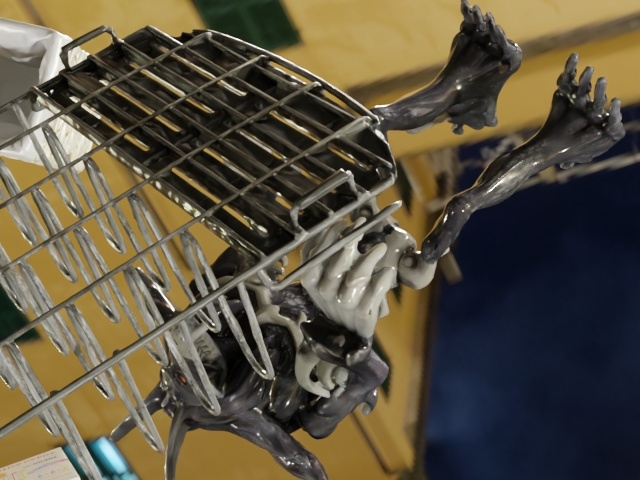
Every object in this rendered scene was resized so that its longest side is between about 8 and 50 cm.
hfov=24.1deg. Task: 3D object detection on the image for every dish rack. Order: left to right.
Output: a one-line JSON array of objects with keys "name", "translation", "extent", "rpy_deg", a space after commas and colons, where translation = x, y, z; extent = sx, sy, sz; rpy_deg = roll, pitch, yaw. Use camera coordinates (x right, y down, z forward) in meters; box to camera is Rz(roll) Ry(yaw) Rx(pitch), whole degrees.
[{"name": "dish rack", "translation": [-0.109, 0.022, 0.529], "extent": [0.271, 0.074, 0.208], "rpy_deg": [-34, -141, -18]}]

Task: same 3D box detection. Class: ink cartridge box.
[{"name": "ink cartridge box", "translation": [-0.286, 0.276, 1.522], "extent": [0.092, 0.089, 0.143], "rpy_deg": [-18, -169, -16]}]

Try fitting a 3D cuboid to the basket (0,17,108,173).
[{"name": "basket", "translation": [-0.282, -0.132, 1.328], "extent": [0.167, 0.103, 0.113], "rpy_deg": [15, -93, 25]}]

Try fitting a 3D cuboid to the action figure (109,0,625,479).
[{"name": "action figure", "translation": [0.000, 0.000, 0.700], "extent": [0.276, 0.141, 0.164], "rpy_deg": [-42, -125, -6]}]
